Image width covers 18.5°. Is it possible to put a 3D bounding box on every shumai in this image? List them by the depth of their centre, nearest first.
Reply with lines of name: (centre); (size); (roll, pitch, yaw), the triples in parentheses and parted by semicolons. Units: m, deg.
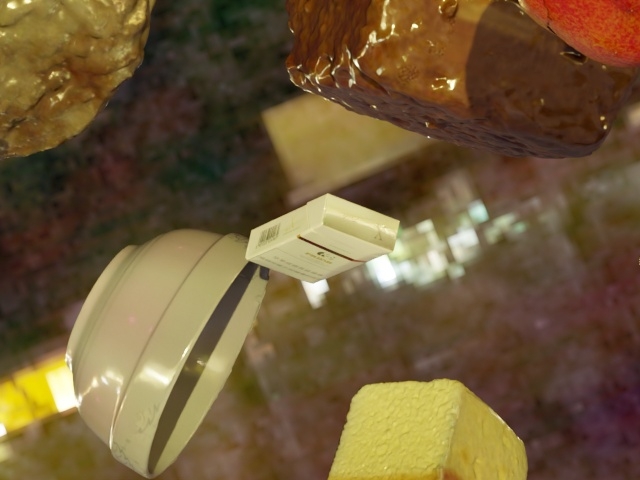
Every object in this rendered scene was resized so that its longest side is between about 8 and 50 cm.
shumai: (-0.326, -0.220, 1.843); (0.262, 0.267, 0.314); (3, 117, -61)

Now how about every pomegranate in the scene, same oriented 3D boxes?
pomegranate: (0.248, -0.236, 1.568); (0.210, 0.210, 0.235); (-22, 169, -8)

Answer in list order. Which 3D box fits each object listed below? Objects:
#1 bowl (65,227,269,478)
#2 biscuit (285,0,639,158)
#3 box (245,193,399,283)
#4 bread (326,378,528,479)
bowl: (-0.180, 0.105, 2.169); (0.287, 0.144, 0.287); (-59, 170, -18)
biscuit: (0.148, -0.212, 2.332); (0.342, 0.166, 0.395); (16, 180, -17)
box: (0.000, 0.000, 1.924); (0.084, 0.040, 0.154); (23, 155, -24)
bread: (0.099, 0.273, 1.860); (0.135, 0.240, 0.178); (-6, 145, 37)
